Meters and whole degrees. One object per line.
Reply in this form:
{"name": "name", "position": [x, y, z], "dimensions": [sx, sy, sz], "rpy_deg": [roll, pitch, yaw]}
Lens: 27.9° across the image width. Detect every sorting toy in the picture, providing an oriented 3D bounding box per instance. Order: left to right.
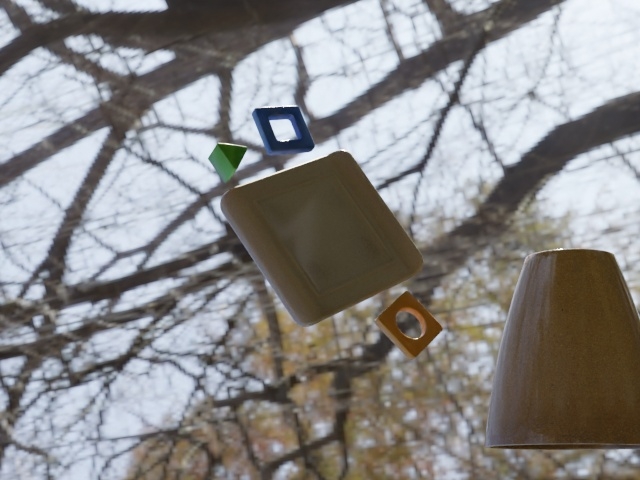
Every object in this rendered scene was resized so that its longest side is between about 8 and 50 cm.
{"name": "sorting toy", "position": [0.000, 0.000, 1.482], "dimensions": [0.196, 0.047, 0.348], "rpy_deg": [-24, -107, -38]}

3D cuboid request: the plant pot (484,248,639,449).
{"name": "plant pot", "position": [0.329, 0.145, 1.692], "dimensions": [0.237, 0.237, 0.254], "rpy_deg": [12, -107, -49]}
